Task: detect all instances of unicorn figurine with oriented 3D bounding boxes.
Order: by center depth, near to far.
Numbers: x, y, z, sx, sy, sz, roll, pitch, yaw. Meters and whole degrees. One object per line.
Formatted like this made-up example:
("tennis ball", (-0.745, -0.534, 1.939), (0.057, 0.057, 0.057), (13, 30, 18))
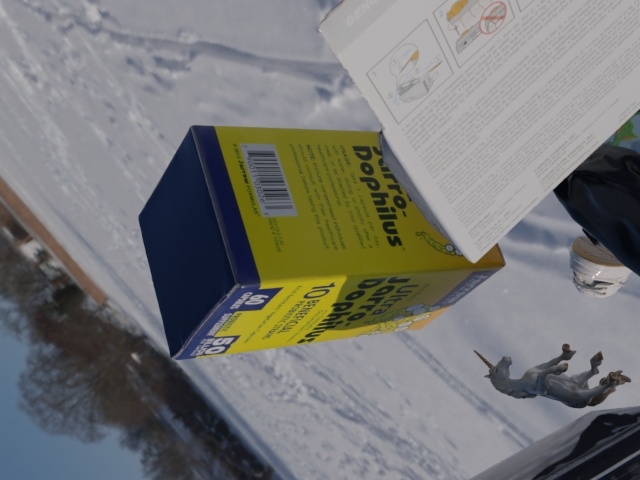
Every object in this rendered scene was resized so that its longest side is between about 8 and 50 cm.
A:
("unicorn figurine", (0.273, 0.163, 0.976), (0.162, 0.060, 0.111), (29, 136, -4))

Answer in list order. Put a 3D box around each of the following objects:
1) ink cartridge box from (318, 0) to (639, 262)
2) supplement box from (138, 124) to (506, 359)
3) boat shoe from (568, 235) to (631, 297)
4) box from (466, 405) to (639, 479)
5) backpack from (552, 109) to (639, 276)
("ink cartridge box", (0.105, -0.113, 0.465), (0.066, 0.189, 0.232), (47, 180, 44))
("supplement box", (0.000, 0.000, 0.972), (0.194, 0.357, 0.195), (-47, 54, 49))
("boat shoe", (0.466, 0.054, 1.373), (0.098, 0.096, 0.277), (36, -162, 28))
("box", (0.290, 0.368, 0.877), (0.293, 0.296, 0.183), (66, 161, 6))
("backpack", (0.480, -0.107, 0.870), (0.290, 0.355, 0.273), (44, 162, 0))
